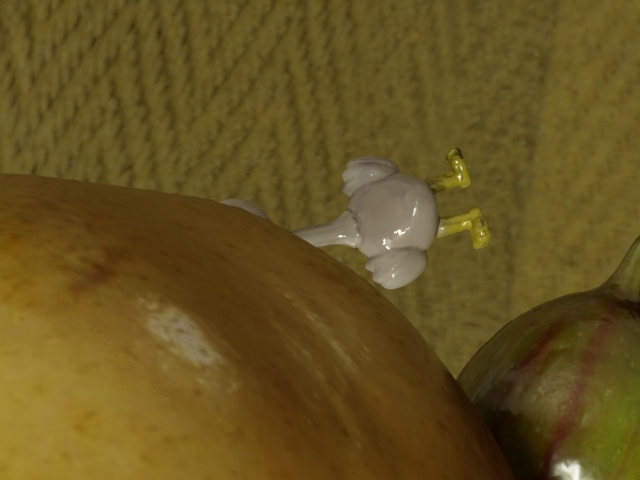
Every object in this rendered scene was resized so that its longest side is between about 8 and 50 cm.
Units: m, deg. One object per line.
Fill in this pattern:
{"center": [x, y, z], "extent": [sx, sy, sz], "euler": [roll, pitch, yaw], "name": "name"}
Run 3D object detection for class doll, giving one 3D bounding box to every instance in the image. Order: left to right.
{"center": [0.000, 0.000, 1.629], "extent": [0.365, 0.094, 0.160], "euler": [-19, 74, 6], "name": "doll"}

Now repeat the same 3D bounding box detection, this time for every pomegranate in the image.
{"center": [-0.124, 0.160, 0.568], "extent": [0.417, 0.416, 0.416], "euler": [1, 88, -14], "name": "pomegranate"}

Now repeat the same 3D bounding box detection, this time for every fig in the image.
{"center": [0.130, 0.078, 0.697], "extent": [0.148, 0.142, 0.186], "euler": [8, 87, 27], "name": "fig"}
